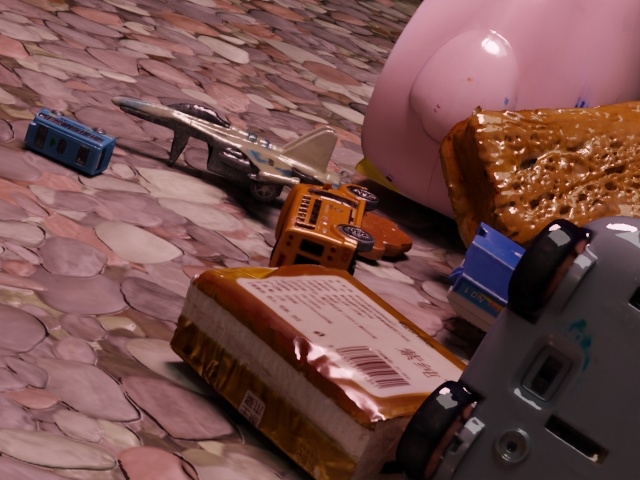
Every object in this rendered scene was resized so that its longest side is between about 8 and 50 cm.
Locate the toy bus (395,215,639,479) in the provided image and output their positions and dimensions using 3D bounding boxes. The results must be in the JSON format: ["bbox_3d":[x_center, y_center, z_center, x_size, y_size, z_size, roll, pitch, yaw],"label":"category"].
[{"bbox_3d":[0.193,0.126,1.272,0.194,0.288,0.232,33,2,13],"label":"toy bus"}]

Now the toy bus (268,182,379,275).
[{"bbox_3d":[0.000,0.000,1.714,0.088,0.083,0.194,20,17,-2],"label":"toy bus"}]

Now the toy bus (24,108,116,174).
[{"bbox_3d":[-0.246,-0.096,1.787,0.083,0.038,0.046,24,20,9],"label":"toy bus"}]

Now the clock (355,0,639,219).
[{"bbox_3d":[0.239,-0.190,2.082,0.250,0.377,0.368,30,10,16],"label":"clock"}]

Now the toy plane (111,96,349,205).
[{"bbox_3d":[-0.094,-0.092,1.906,0.262,0.088,0.192,10,12,-4],"label":"toy plane"}]

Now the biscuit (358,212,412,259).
[{"bbox_3d":[0.041,-0.008,1.902,0.102,0.019,0.130,26,18,17],"label":"biscuit"}]

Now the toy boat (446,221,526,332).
[{"bbox_3d":[0.250,0.103,1.725,0.295,0.088,0.129,34,17,1],"label":"toy boat"}]

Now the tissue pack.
[{"bbox_3d":[0.019,0.103,1.405,0.183,0.092,0.226,4,23,-46],"label":"tissue pack"}]

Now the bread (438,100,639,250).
[{"bbox_3d":[0.305,-0.063,1.904,0.380,0.109,0.185,-4,67,-27],"label":"bread"}]
